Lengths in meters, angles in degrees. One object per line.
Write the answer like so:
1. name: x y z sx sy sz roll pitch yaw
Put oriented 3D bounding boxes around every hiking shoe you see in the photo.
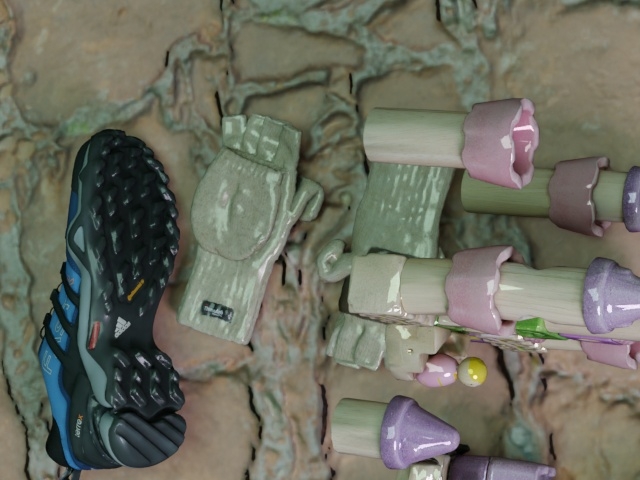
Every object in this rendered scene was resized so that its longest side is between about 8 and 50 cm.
1. hiking shoe: -0.200 0.053 1.730 0.132 0.113 0.304 -17 67 39

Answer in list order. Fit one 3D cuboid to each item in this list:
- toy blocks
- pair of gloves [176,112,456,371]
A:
1. toy blocks: 0.185 0.069 1.510 0.260 0.288 0.309 5 83 24
2. pair of gloves: 0.000 0.000 1.706 0.240 0.042 0.204 10 93 24
